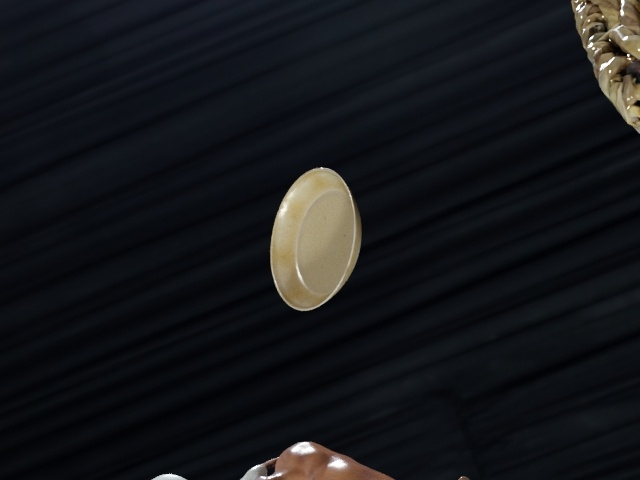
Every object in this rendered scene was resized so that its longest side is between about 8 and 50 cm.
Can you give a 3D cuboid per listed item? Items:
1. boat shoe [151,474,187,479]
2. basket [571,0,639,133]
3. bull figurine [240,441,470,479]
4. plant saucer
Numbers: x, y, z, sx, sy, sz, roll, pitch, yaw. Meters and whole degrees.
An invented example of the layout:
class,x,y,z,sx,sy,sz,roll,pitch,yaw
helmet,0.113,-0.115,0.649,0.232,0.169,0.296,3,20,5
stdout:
class,x,y,z,sx,sy,sz,roll,pitch,yaw
boat shoe,-0.197,0.346,1.193,0.116,0.319,0.099,36,-149,13
basket,0.299,-0.061,0.626,0.299,0.223,0.213,46,-160,-15
bull figurine,0.044,0.293,1.361,0.188,0.310,0.101,-18,-68,-44
plant saucer,0.000,0.000,0.763,0.015,0.083,0.083,10,-133,-35
